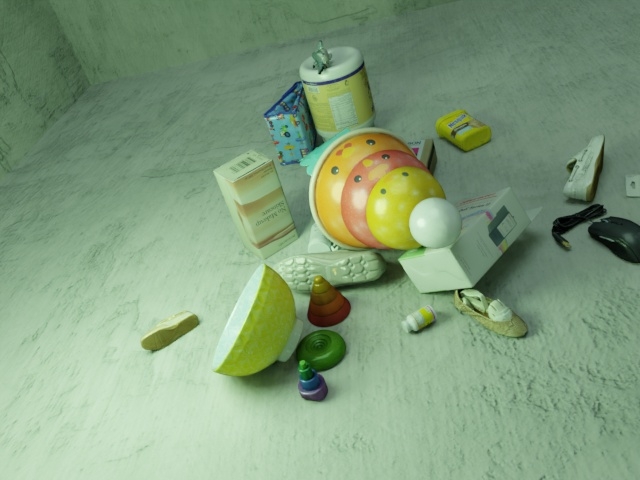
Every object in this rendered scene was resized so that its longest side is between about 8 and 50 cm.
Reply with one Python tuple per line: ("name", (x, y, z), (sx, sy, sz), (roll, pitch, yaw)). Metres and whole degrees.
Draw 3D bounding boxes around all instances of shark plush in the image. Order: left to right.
("shark plush", (0.002, -0.624, 2.227), (0.067, 0.073, 0.161), (-26, 52, 23))

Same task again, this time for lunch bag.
("lunch bag", (-0.082, -0.464, 2.450), (0.138, 0.221, 0.293), (-2, 38, 22))

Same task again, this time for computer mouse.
("computer mouse", (0.716, -0.019, 1.623), (0.184, 0.060, 0.262), (-21, 34, -5))

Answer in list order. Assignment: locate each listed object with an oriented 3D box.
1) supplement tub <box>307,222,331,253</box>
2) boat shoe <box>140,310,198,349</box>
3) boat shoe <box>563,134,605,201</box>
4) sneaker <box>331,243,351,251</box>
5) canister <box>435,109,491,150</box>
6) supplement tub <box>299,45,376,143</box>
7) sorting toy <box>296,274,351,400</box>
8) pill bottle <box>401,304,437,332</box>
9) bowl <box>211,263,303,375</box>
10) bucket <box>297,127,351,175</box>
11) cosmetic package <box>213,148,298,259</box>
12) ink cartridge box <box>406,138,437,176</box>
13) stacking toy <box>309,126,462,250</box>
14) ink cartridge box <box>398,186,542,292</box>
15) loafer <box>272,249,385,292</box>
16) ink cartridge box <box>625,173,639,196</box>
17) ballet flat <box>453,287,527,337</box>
("supplement tub", (0.000, 0.000, 1.906), (0.071, 0.071, 0.107), (-9, 36, 13))
("boat shoe", (-0.426, 0.248, 1.768), (0.170, 0.063, 0.059), (-24, 31, -26))
("boat shoe", (0.767, -0.221, 1.847), (0.096, 0.098, 0.277), (7, 43, 30))
("sneaker", (0.078, 0.003, 1.877), (0.054, 0.061, 0.152), (3, 38, 30))
("canister", (0.500, -0.385, 2.215), (0.126, 0.073, 0.170), (-25, 37, -10))
("supplement tub", (0.074, -0.527, 2.372), (0.241, 0.331, 0.241), (-12, 36, 9))
("sorting toy", (-0.009, 0.216, 1.565), (0.127, 0.126, 0.365), (-7, 35, 15))
("pill bottle", (0.241, 0.194, 1.555), (0.083, 0.043, 0.043), (-27, 36, -12))
("bowl", (-0.136, 0.219, 1.563), (0.156, 0.289, 0.289), (27, 37, -11))
("bucket", (0.083, -0.194, 1.937), (0.183, 0.281, 0.281), (-38, 35, 3))
("cosmetic package", (-0.193, -0.109, 1.946), (0.153, 0.296, 0.129), (-34, 39, -20))
("ink cartridge box", (0.259, -0.248, 2.119), (0.235, 0.088, 0.193), (-4, 38, 21))
("stacking toy", (0.208, -0.092, 1.601), (0.351, 0.350, 0.480), (-28, 24, -15))
("ink cartridge box", (0.395, -0.019, 1.650), (0.353, 0.119, 0.207), (-40, 12, -30))
("loafer", (0.025, 0.084, 1.765), (0.319, 0.112, 0.111), (-3, 1, 17))
("ink cartridge box", (0.945, -0.178, 1.734), (0.198, 0.067, 0.115), (-1, 38, 23))
("ballet flat", (0.396, 0.163, 1.507), (0.073, 0.067, 0.206), (-38, 40, -25))
